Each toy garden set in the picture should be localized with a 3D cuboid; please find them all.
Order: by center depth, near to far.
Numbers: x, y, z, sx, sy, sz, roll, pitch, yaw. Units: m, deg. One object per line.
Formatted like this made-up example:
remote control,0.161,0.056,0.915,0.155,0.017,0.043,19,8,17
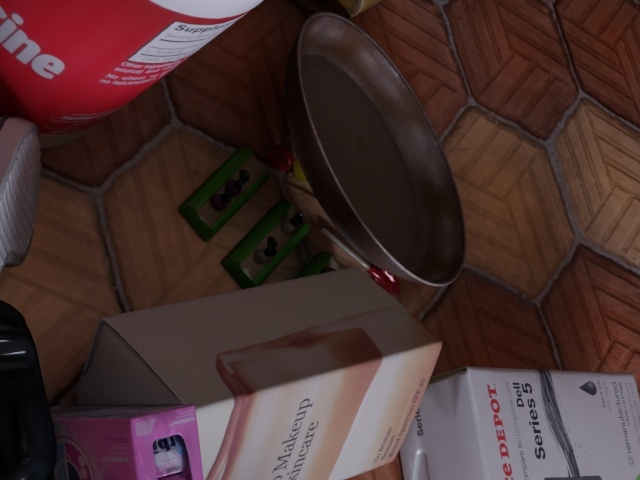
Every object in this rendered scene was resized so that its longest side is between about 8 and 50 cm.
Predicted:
toy garden set,0.000,0.000,1.382,0.244,0.049,0.204,51,46,-11

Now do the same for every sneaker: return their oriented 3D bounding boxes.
sneaker,-0.290,-0.028,1.034,0.128,0.321,0.126,5,103,-3

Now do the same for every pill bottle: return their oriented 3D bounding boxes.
pill bottle,-0.163,-0.248,1.099,0.229,0.408,0.229,19,58,-34

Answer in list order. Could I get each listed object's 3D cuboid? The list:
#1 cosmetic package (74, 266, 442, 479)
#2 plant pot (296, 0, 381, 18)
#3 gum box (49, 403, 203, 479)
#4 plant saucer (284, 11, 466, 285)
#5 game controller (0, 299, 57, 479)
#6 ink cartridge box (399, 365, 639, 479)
cosmetic package,-0.053,0.134,1.175,0.296,0.153,0.129,-11,41,-43
plant pot,0.058,-0.374,1.509,0.237,0.237,0.254,44,62,-18
gum box,-0.163,0.182,1.037,0.062,0.188,0.107,-8,90,-45
plant saucer,0.052,-0.089,1.420,0.310,0.050,0.310,42,34,-38
game controller,-0.346,0.124,0.952,0.319,0.067,0.166,-4,69,-27
ink cartridge box,0.222,0.241,1.421,0.273,0.115,0.198,6,67,-40
